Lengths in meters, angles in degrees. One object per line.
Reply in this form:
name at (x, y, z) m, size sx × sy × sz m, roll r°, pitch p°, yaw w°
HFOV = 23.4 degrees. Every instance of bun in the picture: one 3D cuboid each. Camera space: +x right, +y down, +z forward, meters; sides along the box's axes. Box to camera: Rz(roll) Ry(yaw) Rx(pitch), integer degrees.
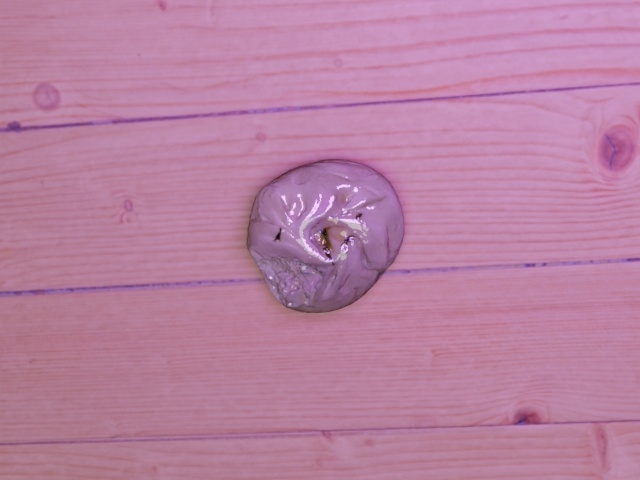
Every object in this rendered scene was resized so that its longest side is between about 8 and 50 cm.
bun at (0.000, 0.000, 2.110) m, size 0.210 × 0.116 × 0.237 m, roll 25°, pitch 113°, yaw 0°
